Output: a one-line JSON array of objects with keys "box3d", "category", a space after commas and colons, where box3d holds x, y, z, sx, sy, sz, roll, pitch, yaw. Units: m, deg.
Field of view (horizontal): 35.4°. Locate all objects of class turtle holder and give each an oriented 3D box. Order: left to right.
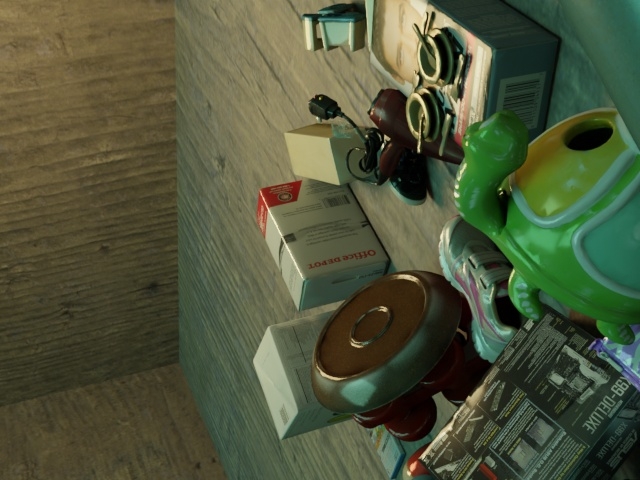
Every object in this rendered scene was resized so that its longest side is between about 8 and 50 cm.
[{"box3d": [0.316, -0.054, 1.175, 0.320, 0.243, 0.227, 36, 130, 5], "category": "turtle holder"}]

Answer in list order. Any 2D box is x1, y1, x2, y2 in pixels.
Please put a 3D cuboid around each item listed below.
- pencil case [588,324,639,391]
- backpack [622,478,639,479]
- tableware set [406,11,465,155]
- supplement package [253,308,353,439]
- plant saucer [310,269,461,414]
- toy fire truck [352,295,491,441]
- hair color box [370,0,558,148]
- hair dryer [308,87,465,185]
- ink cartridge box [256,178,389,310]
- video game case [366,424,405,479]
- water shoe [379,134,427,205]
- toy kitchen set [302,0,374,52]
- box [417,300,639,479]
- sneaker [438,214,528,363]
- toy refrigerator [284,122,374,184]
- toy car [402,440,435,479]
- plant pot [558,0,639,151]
[{"box3d": [0.428, 0.176, 1.227, 0.206, 0.088, 0.086, 47, 142, 29], "category": "pencil case"}, {"box3d": [0.396, 0.460, 1.303, 0.191, 0.253, 0.225, 58, 159, -5], "category": "backpack"}, {"box3d": [0.158, -0.230, 1.519, 0.194, 0.039, 0.128, 97, 152, -44], "category": "tableware set"}, {"box3d": [0.021, 0.280, 2.171, 0.199, 0.262, 0.198, 115, 138, -59], "category": "supplement package"}, {"box3d": [0.098, 0.158, 1.723, 0.050, 0.310, 0.310, 50, 172, -26], "category": "plant saucer"}, {"box3d": [0.156, 0.194, 1.785, 0.169, 0.302, 0.254, 34, -152, -50], "category": "toy fire truck"}, {"box3d": [0.209, -0.294, 1.567, 0.374, 0.113, 0.185, -126, 31, -49], "category": "hair color box"}, {"box3d": [0.137, -0.178, 1.740, 0.293, 0.080, 0.224, 13, 154, 39], "category": "hair dryer"}, {"box3d": [0.000, 0.000, 2.164, 0.114, 0.196, 0.273, 99, 151, -48], "category": "ink cartridge box"}, {"box3d": [0.143, 0.449, 2.300, 0.119, 0.015, 0.166, 102, 149, -49], "category": "video game case"}, {"box3d": [0.154, -0.164, 1.845, 0.080, 0.072, 0.203, 136, 119, -64], "category": "water shoe"}, {"box3d": [0.080, -0.434, 1.907, 0.207, 0.166, 0.122, 8, 114, 30], "category": "toy kitchen set"}, {"box3d": [0.307, 0.265, 1.408, 0.307, 0.076, 0.242, -53, 32, 2], "category": "box"}, {"box3d": [0.280, 0.067, 1.622, 0.252, 0.103, 0.111, 67, 154, 11], "category": "sneaker"}, {"box3d": [0.019, -0.191, 2.163, 0.269, 0.094, 0.102, -160, 53, -67], "category": "toy refrigerator"}, {"box3d": [0.281, 0.380, 1.713, 0.210, 0.238, 0.219, 37, -166, 7], "category": "toy car"}, {"box3d": [0.379, -0.216, 0.899, 0.334, 0.341, 0.341, 68, 159, 4], "category": "plant pot"}]
